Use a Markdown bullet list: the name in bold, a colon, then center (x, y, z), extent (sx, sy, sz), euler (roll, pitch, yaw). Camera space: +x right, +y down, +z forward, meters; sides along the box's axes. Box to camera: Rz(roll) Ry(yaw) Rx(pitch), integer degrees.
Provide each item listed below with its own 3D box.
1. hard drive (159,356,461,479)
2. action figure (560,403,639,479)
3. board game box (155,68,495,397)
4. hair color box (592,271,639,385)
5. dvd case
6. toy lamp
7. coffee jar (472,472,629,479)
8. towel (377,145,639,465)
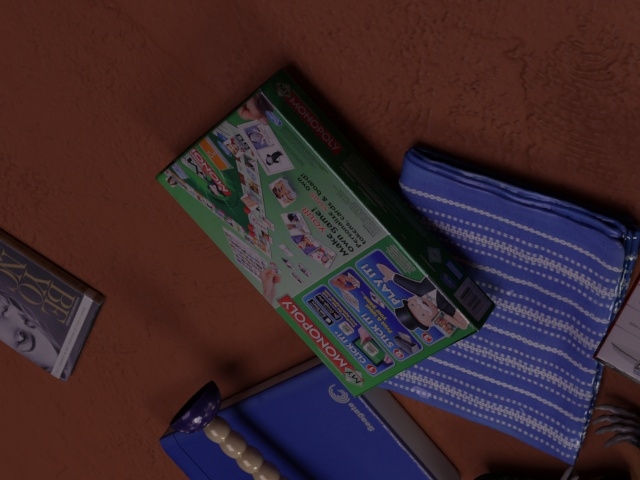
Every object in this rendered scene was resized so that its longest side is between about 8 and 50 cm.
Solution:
- **hard drive**: center (-0.019, 0.253, 1.978), extent (0.319, 0.040, 0.210), euler (-28, 108, 42)
- **action figure**: center (0.315, 0.223, 1.679), extent (0.141, 0.164, 0.275), euler (19, 122, 11)
- **board game box**: center (0.000, 0.000, 1.730), extent (0.317, 0.046, 0.213), euler (48, 139, -7)
- **hair color box**: center (0.325, 0.055, 1.536), extent (0.093, 0.167, 0.053), euler (30, 177, 6)
- **dvd case**: center (-0.373, 0.061, 2.044), extent (0.221, 0.018, 0.164), euler (33, 135, 3)
- **toy lamp**: center (-0.048, 0.276, 1.932), extent (0.274, 0.080, 0.080), euler (46, 134, -5)
- **coffee jar**: center (0.249, 0.298, 1.823), extent (0.184, 0.079, 0.096), euler (-5, 98, 32)
- **towel**: center (0.176, 0.071, 1.718), extent (0.243, 0.040, 0.336), euler (20, 133, 16)
